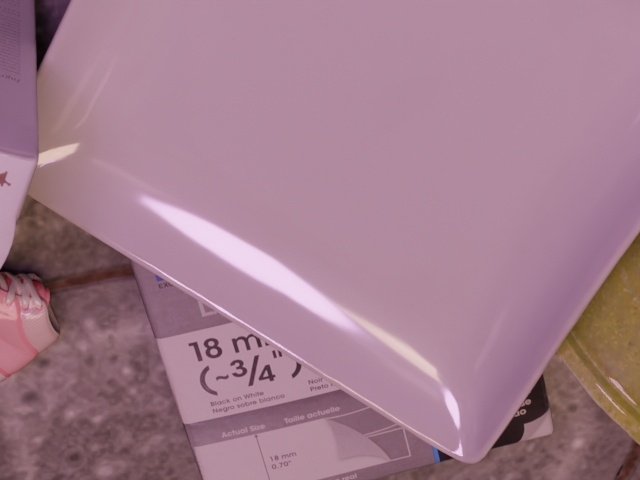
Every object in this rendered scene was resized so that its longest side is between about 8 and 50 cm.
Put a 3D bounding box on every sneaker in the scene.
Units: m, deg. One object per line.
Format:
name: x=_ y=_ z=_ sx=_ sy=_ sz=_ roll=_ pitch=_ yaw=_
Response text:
sneaker: x=-0.222 y=0.030 z=1.231 sx=0.070 sy=0.051 sz=0.134 roll=-29 pitch=123 yaw=8

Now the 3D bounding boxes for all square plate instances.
square plate: x=0.024 y=-0.083 z=1.045 sx=0.344 sy=0.049 sz=0.347 roll=32 pitch=124 yaw=2

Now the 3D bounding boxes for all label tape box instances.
label tape box: x=0.000 y=0.000 z=1.209 sx=0.241 sy=0.106 sz=0.333 roll=-15 pitch=122 yaw=1

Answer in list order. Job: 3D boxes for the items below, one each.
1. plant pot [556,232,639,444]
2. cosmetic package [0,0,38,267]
plant pot: x=0.299 y=-0.020 z=1.106 sx=0.276 sy=0.276 sz=0.254 roll=23 pitch=129 yaw=-20
cosmetic package: x=-0.216 y=-0.065 z=1.067 sx=0.085 sy=0.231 sz=0.117 roll=15 pitch=117 yaw=-17
